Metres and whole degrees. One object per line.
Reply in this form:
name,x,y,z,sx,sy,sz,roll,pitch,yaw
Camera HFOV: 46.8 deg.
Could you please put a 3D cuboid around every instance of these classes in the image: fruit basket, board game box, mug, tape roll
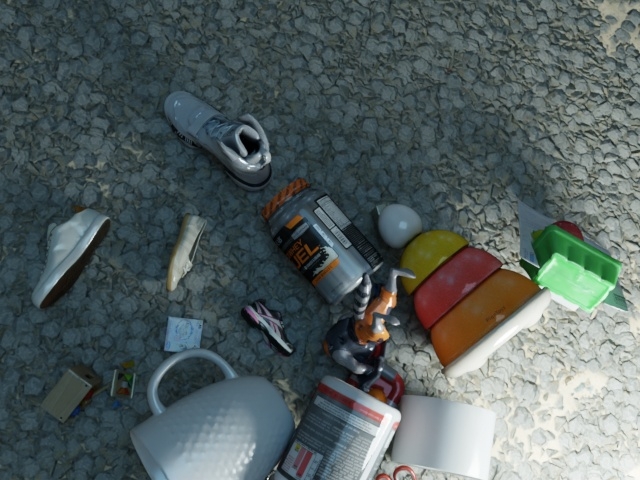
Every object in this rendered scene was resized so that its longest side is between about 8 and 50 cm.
fruit basket,0.687,0.044,2.069,0.327,0.353,0.165,28,115,-4
board game box,-0.355,0.247,1.919,0.090,0.020,0.090,8,75,-9
mug,-0.261,0.435,1.751,0.328,0.276,0.374,-30,89,-26
tape roll,0.310,0.497,1.867,0.246,0.246,0.169,13,74,-7

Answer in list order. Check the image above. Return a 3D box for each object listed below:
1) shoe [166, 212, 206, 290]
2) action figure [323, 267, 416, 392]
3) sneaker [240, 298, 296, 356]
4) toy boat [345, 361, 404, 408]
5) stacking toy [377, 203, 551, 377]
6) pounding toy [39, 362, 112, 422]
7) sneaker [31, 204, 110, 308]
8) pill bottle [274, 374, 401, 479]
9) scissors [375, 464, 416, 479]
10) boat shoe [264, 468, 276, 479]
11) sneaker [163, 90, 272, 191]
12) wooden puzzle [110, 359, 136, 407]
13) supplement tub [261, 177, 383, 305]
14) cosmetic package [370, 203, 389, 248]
shoe,-0.356,0.031,1.946,0.058,0.076,0.219,15,71,-2
action figure,0.109,0.190,1.893,0.179,0.330,0.341,25,42,-14
sneaker,-0.122,0.224,1.948,0.178,0.072,0.077,49,62,-2
toy boat,0.127,0.415,1.901,0.151,0.151,0.231,34,72,-1
stacking toy,0.332,0.086,1.949,0.351,0.350,0.480,-34,77,-17
pounding toy,-0.580,0.368,1.798,0.100,0.141,0.130,37,86,0
sneaker,-0.663,0.037,1.880,0.123,0.106,0.290,27,63,4
pill bottle,0.020,0.516,1.712,0.210,0.210,0.362,28,82,-3
scissors,0.265,0.695,1.921,0.109,0.021,0.297,-40,103,13
boat shoe,-0.135,0.635,1.852,0.046,0.038,0.125,30,72,-2
sneaker,-0.268,-0.297,1.978,0.366,0.210,0.137,42,72,2
wooden puzzle,-0.491,0.357,1.845,0.014,0.079,0.116,-5,79,31
supplement tub,0.000,0.000,1.961,0.194,0.193,0.316,-39,83,-18
cosmetic package,0.182,-0.040,2.079,0.041,0.060,0.115,-13,80,-16
